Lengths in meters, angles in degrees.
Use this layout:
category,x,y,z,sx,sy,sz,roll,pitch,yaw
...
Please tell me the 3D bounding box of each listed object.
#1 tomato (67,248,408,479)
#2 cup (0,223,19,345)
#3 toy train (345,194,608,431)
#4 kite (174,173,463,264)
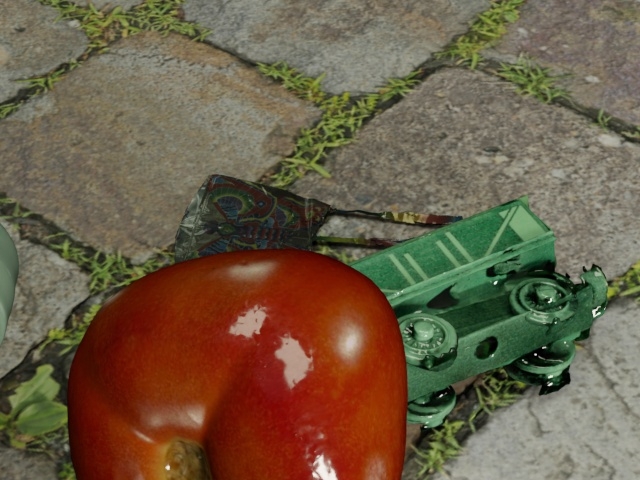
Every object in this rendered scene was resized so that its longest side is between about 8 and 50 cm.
category,x,y,z,sx,sy,sz,roll,pitch,yaw
tomato,-0.051,0.134,1.253,0.299,0.298,0.226,26,33,27
cup,-0.451,0.083,1.242,0.401,0.392,0.310,20,49,23
toy train,0.118,0.073,1.428,0.269,0.115,0.154,-21,38,-18
kite,0.000,0.000,1.579,0.285,0.015,0.152,5,47,12
